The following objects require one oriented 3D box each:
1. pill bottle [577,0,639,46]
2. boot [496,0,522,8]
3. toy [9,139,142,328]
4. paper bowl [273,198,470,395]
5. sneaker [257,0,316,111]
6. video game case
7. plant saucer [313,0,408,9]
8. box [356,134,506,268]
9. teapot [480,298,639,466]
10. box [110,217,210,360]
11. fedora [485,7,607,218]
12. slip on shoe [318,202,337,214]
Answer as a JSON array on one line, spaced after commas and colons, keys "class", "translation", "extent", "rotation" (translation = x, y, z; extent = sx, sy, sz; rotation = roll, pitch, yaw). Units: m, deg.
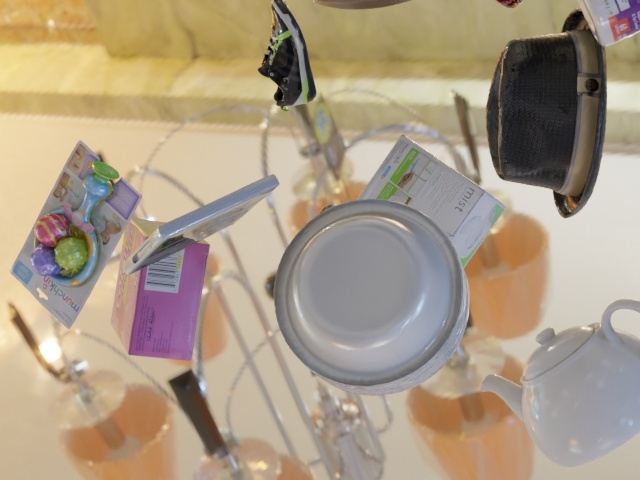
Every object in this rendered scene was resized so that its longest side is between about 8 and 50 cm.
[{"class": "pill bottle", "translation": [0.407, -0.320, 1.334], "extent": [0.193, 0.108, 0.108], "rotation": [-24, -146, 12]}, {"class": "boot", "translation": [0.301, -0.443, 1.692], "extent": [0.179, 0.085, 0.236], "rotation": [-61, -176, 3]}, {"class": "toy", "translation": [-0.357, -0.006, 1.558], "extent": [0.137, 0.237, 0.056], "rotation": [40, -162, 20]}, {"class": "paper bowl", "translation": [0.070, 0.076, 1.626], "extent": [0.284, 0.148, 0.284], "rotation": [-4, -107, 13]}, {"class": "sneaker", "translation": [-0.074, -0.343, 2.115], "extent": [0.097, 0.235, 0.084], "rotation": [-19, -142, -4]}, {"class": "video game case", "translation": [-0.185, -0.024, 1.705], "extent": [0.212, 0.023, 0.193], "rotation": [-27, 176, -31]}, {"class": "plant saucer", "translation": [0.083, -0.362, 1.370], "extent": [0.277, 0.041, 0.278], "rotation": [-12, -141, 10]}, {"class": "box", "translation": [0.189, -0.032, 2.186], "extent": [0.231, 0.126, 0.262], "rotation": [37, -83, 32]}, {"class": "teapot", "translation": [0.405, 0.211, 1.723], "extent": [0.256, 0.187, 0.252], "rotation": [-36, 180, -4]}, {"class": "box", "translation": [-0.298, 0.083, 2.037], "extent": [0.117, 0.214, 0.243], "rotation": [8, -173, -18]}, {"class": "fedora", "translation": [0.349, -0.204, 1.781], "extent": [0.152, 0.334, 0.334], "rotation": [3, -143, -1]}, {"class": "slip on shoe", "translation": [0.000, 0.000, 1.940], "extent": [0.051, 0.135, 0.041], "rotation": [27, -155, -1]}]
